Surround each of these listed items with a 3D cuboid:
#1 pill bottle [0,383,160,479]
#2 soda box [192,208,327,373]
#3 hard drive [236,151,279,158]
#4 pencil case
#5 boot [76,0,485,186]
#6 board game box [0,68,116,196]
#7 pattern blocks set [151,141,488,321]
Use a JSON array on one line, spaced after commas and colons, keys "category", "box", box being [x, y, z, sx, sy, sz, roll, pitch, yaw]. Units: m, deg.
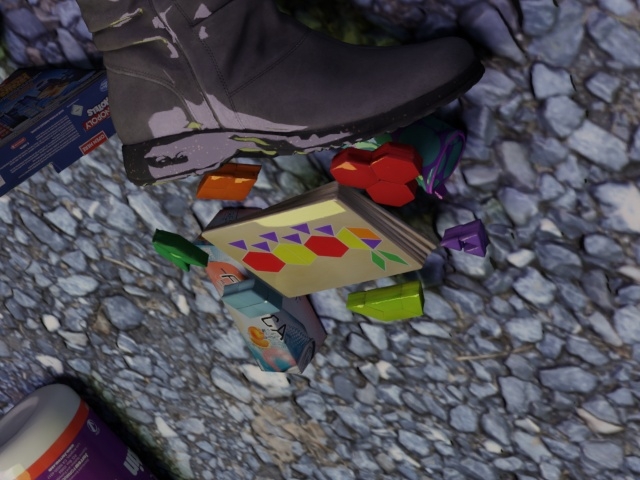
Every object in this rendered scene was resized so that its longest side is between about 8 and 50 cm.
[{"category": "pill bottle", "box": [-0.292, 0.350, 2.187, 0.323, 0.181, 0.181, 49, 142, -17]}, {"category": "soda box", "box": [-0.062, 0.054, 1.779, 0.058, 0.063, 0.183, 0, 130, 38]}, {"category": "hard drive", "box": [-0.129, -0.181, 1.586, 0.172, 0.054, 0.254, 3, 132, 37]}, {"category": "pencil case", "box": [0.051, -0.096, 1.526, 0.152, 0.064, 0.070, 24, 126, 16]}, {"category": "boot", "box": [-0.047, -0.184, 1.428, 0.338, 0.118, 0.222, -13, 103, 12]}, {"category": "board game box", "box": [-0.303, -0.108, 1.700, 0.060, 0.194, 0.194, 59, 165, -25]}, {"category": "pattern blocks set", "box": [0.000, 0.000, 1.589, 0.325, 0.026, 0.285, -9, 146, 31]}]
